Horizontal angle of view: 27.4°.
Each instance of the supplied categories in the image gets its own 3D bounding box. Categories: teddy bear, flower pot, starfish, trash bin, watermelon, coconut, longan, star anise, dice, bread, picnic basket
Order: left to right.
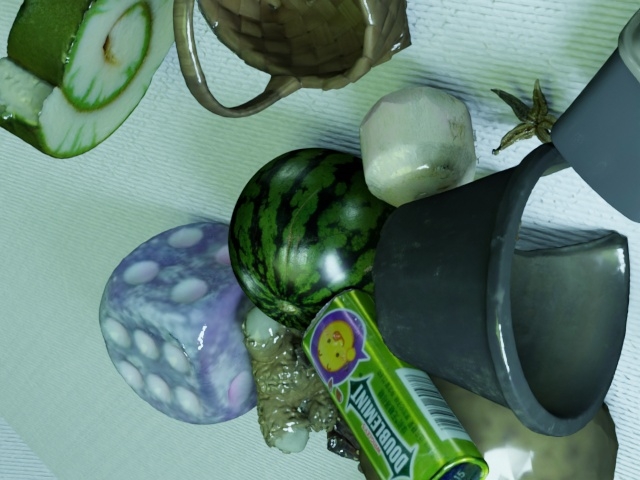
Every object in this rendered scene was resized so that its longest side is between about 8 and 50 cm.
[{"bbox_3d":[-0.359,-0.304,2.010,0.129,0.382,0.366,34,154,13],"label":"bread"},{"bbox_3d":[-0.213,0.147,2.361,0.270,0.271,0.270,18,134,36],"label":"dice"},{"bbox_3d":[-0.078,-0.316,1.762,0.337,0.337,0.293,19,135,34],"label":"picnic basket"},{"bbox_3d":[0.000,0.000,2.011,0.285,0.285,0.285,27,139,27],"label":"watermelon"},{"bbox_3d":[0.004,0.207,2.226,0.156,0.256,0.267,-113,14,-76],"label":"teddy bear"},{"bbox_3d":[0.104,0.366,2.386,0.214,0.099,0.220,37,143,0],"label":"star anise"},{"bbox_3d":[0.138,-0.139,1.838,0.171,0.182,0.171,-2,148,-1],"label":"coconut"},{"bbox_3d":[0.248,0.304,1.971,0.391,0.391,0.391,27,139,27],"label":"longan"},{"bbox_3d":[0.219,0.067,1.721,0.251,0.379,0.379,1,124,34],"label":"flower pot"},{"bbox_3d":[0.278,-0.157,1.768,0.133,0.041,0.130,53,136,4],"label":"starfish"},{"bbox_3d":[0.413,-0.162,1.515,0.209,0.182,0.290,44,149,4],"label":"trash bin"}]

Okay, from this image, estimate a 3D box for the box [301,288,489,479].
[{"bbox_3d":[0.094,0.225,1.805,0.134,0.097,0.345,-52,44,20],"label":"box"}]

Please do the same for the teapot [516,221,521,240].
[{"bbox_3d":[0.241,-0.040,1.851,0.085,0.110,0.080,44,123,44],"label":"teapot"}]
